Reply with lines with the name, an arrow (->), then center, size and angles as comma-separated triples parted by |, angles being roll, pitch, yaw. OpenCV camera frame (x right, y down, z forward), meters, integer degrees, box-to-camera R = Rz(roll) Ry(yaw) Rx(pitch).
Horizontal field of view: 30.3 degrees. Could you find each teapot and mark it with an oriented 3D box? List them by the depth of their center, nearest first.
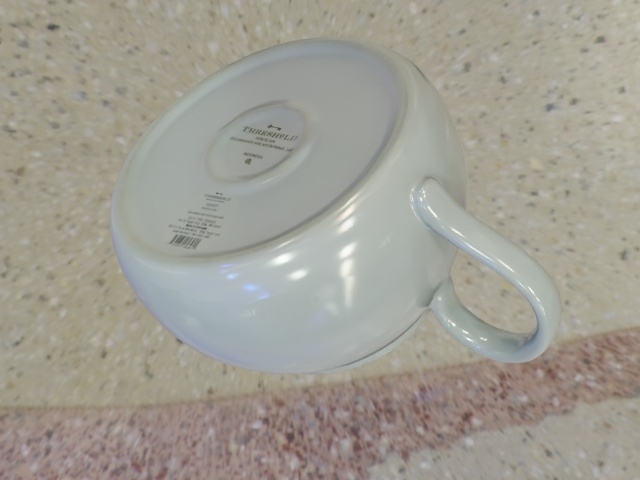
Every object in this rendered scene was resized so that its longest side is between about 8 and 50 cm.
teapot -> 0.000, 0.000, 0.795 | 0.252, 0.256, 0.187 | -25, 129, 7

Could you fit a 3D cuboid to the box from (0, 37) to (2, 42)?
box -> -0.215, -0.122, 0.203 | 0.154, 0.142, 0.300 | -28, 96, 16
